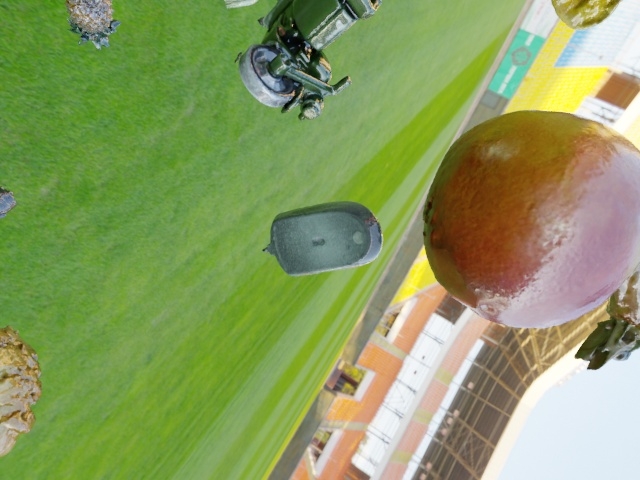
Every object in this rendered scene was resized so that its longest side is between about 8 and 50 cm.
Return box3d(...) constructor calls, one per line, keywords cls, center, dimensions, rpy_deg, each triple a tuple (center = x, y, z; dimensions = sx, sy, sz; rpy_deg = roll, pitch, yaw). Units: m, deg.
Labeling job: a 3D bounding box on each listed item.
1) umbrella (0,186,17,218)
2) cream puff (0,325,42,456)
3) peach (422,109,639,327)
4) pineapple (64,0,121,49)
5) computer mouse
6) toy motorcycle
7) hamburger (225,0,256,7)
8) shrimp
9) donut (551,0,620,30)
box3d(cls="umbrella", center=(-0.900, -0.034, 0.950), dimensions=(0.326, 0.090, 0.094), rpy_deg=(-44, 135, -42))
box3d(cls="cream puff", center=(-0.290, 0.119, 0.327), dimensions=(0.104, 0.119, 0.133), rpy_deg=(-15, 115, -35))
box3d(cls="peach", center=(0.259, -0.030, 0.518), dimensions=(0.281, 0.281, 0.238), rpy_deg=(-60, 174, 1))
box3d(cls="pineapple", center=(-0.468, -0.467, 0.827), dimensions=(0.103, 0.083, 0.221), rpy_deg=(-54, -154, -12))
box3d(cls="computer mouse", center=(0.005, -0.001, 0.637), dimensions=(0.068, 0.229, 0.113), rpy_deg=(-22, 101, -52))
box3d(cls="toy motorcycle", center=(0.013, -0.282, 0.499), dimensions=(0.205, 0.127, 0.275), rpy_deg=(-22, -135, 42))
box3d(cls="hamburger", center=(-0.211, -0.664, 1.093), dimensions=(0.121, 0.084, 0.054), rpy_deg=(-76, 164, -53))
box3d(cls="shrimp", center=(0.477, 0.057, 0.598), dimensions=(0.317, 0.168, 0.077), rpy_deg=(-59, -163, 5))
box3d(cls="donut", center=(0.731, -0.591, 0.821), dimensions=(0.377, 0.163, 0.435), rpy_deg=(-31, -154, 9))
